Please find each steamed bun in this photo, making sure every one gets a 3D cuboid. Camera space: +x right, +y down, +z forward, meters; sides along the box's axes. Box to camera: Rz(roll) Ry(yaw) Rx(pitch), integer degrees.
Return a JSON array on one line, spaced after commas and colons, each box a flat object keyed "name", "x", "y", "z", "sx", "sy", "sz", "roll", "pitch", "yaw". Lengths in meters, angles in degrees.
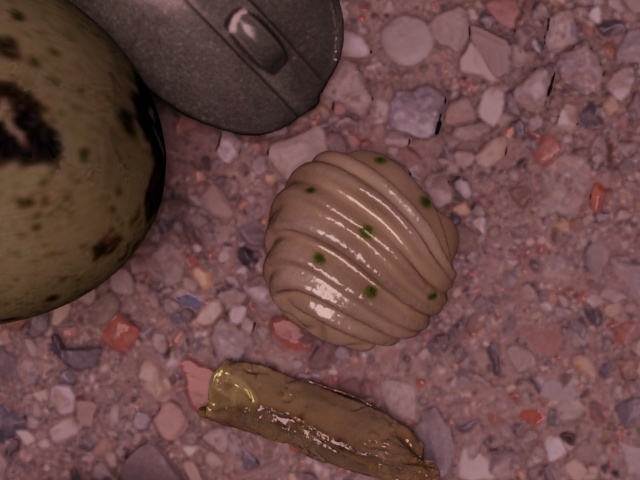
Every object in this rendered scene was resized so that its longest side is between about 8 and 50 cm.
[{"name": "steamed bun", "x": 0.035, "y": 0.010, "z": 0.755, "sx": 0.182, "sy": 0.106, "sz": 0.183, "roll": 0, "pitch": 88, "yaw": -7}]

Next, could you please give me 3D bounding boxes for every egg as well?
[{"name": "egg", "x": -0.310, "y": -0.083, "z": 0.673, "sx": 0.379, "sy": 0.287, "sz": 0.288, "roll": 19, "pitch": 90, "yaw": -5}]

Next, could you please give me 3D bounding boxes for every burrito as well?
[{"name": "burrito", "x": 0.001, "y": 0.170, "z": 0.791, "sx": 0.229, "sy": 0.063, "sz": 0.058, "roll": 17, "pitch": 130, "yaw": 8}]

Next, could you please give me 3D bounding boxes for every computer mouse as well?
[{"name": "computer mouse", "x": -0.139, "y": -0.253, "z": 0.762, "sx": 0.374, "sy": 0.114, "sz": 0.203, "roll": 42, "pitch": 90, "yaw": 0}]
